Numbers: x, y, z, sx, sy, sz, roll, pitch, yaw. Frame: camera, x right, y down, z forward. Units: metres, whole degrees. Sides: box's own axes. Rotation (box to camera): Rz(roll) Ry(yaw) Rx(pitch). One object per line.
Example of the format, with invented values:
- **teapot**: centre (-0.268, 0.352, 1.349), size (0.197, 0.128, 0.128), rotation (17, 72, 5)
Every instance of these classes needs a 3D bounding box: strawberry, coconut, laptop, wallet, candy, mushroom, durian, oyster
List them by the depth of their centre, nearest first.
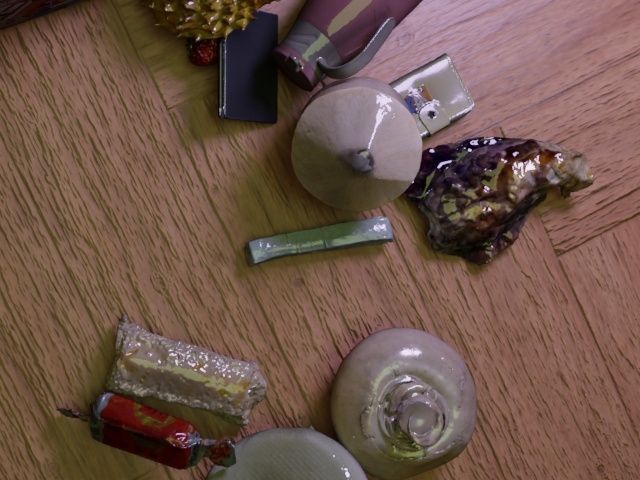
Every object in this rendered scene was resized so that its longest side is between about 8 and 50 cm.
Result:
- **candy**: centre (-0.265, 0.292, 1.882), size (0.292, 0.086, 0.059), rotation (18, 46, 6)
- **durian**: centre (-0.197, -0.414, 1.883), size (0.305, 0.185, 0.195), rotation (47, 110, 13)
- **coconut**: centre (0.056, -0.148, 1.908), size (0.202, 0.222, 0.202), rotation (1, 107, 2)
- **strawberry**: centre (-0.171, -0.308, 1.945), size (0.083, 0.073, 0.073), rotation (3, 89, -23)
- **mushroom**: centre (0.135, 0.266, 1.951), size (0.246, 0.202, 0.246), rotation (-2, 101, -11)
- **laptop**: centre (-0.114, -0.278, 1.952), size (0.129, 0.016, 0.180), rotation (1, 90, -49)
- **wallet**: centre (0.168, -0.227, 2.040), size (0.155, 0.039, 0.110), rotation (-29, 93, -12)
- **oyster**: centre (0.285, -0.080, 2.040), size (0.275, 0.100, 0.271), rotation (32, 98, -16)

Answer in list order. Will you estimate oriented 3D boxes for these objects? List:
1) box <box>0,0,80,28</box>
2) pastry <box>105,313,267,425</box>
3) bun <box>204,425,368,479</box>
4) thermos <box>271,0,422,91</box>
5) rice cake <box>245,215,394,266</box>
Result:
- **box**: centre (-0.489, -0.429, 1.738), size (0.349, 0.318, 0.256), rotation (-22, 97, -14)
- **pastry**: centre (-0.208, 0.215, 1.926), size (0.259, 0.089, 0.121), rotation (21, 95, -10)
- **bun**: centre (-0.047, 0.434, 1.920), size (0.283, 0.179, 0.283), rotation (-4, 66, 9)
- **thermos**: centre (0.046, -0.348, 1.942), size (0.265, 0.176, 0.146), rotation (-48, 135, -11)
- **rice cake**: centre (0.000, 0.000, 1.996), size (0.245, 0.042, 0.045), rotation (-9, 80, -13)
